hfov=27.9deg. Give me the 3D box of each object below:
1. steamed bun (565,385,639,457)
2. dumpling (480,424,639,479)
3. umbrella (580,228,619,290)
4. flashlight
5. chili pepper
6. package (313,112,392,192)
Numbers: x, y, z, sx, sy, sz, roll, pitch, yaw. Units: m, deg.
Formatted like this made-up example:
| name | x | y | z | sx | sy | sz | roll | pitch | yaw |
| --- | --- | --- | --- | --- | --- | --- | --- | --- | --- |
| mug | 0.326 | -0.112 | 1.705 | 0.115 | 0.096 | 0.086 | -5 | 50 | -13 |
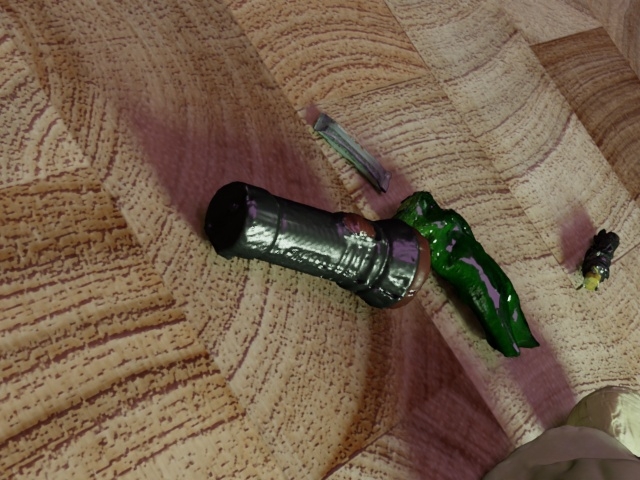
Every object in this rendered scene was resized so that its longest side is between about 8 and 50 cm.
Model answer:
| name | x | y | z | sx | sy | sz | roll | pitch | yaw |
| --- | --- | --- | --- | --- | --- | --- | --- | --- | --- |
| steamed bun | 0.314 | 0.219 | 1.388 | 0.112 | 0.091 | 0.130 | 41 | 34 | -14 |
| dumpling | 0.240 | 0.290 | 1.205 | 0.227 | 0.175 | 0.243 | 7 | 8 | -5 |
| umbrella | 0.362 | 0.025 | 1.671 | 0.040 | 0.037 | 0.144 | 61 | 29 | -12 |
| flashlight | 0.000 | 0.000 | 1.213 | 0.232 | 0.093 | 0.093 | 19 | 46 | -40 |
| chili pepper | 0.166 | 0.039 | 1.402 | 0.224 | 0.061 | 0.098 | 48 | 27 | -4 |
| package | 0.036 | -0.097 | 1.405 | 0.110 | 0.015 | 0.037 | 42 | 34 | -19 |
